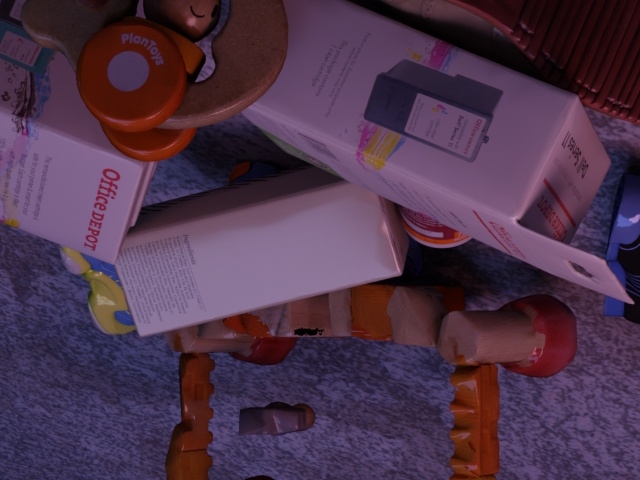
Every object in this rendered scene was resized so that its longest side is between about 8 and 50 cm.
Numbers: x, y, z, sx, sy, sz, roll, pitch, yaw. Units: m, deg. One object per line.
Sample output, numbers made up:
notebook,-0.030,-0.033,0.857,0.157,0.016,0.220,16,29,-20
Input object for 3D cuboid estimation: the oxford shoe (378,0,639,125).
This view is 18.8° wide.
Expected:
oxford shoe,0.157,-0.196,1.576,0.348,0.123,0.130,32,166,-12

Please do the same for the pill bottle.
pill bottle,0.112,-0.066,1.810,0.086,0.086,0.152,12,149,13

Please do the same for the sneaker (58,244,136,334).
sneaker,-0.213,0.013,2.144,0.126,0.091,0.240,-7,144,7

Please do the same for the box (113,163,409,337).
box,-0.059,0.001,1.886,0.275,0.094,0.113,-13,107,11

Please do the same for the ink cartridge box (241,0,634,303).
ink cartridge box,0.115,-0.082,1.614,0.353,0.119,0.207,25,176,19

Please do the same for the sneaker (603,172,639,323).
sneaker,0.319,0.011,1.833,0.090,0.081,0.232,9,155,12

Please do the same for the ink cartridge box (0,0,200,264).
ink cartridge box,-0.268,-0.142,1.792,0.270,0.197,0.198,22,149,-3

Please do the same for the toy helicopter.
toy helicopter,-0.154,-0.253,1.544,0.355,0.235,0.140,51,176,10

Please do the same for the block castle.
block castle,0.052,0.196,2.032,0.453,0.303,0.212,-1,178,39

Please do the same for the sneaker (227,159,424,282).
sneaker,0.000,0.000,1.978,0.221,0.087,0.083,20,150,-1
